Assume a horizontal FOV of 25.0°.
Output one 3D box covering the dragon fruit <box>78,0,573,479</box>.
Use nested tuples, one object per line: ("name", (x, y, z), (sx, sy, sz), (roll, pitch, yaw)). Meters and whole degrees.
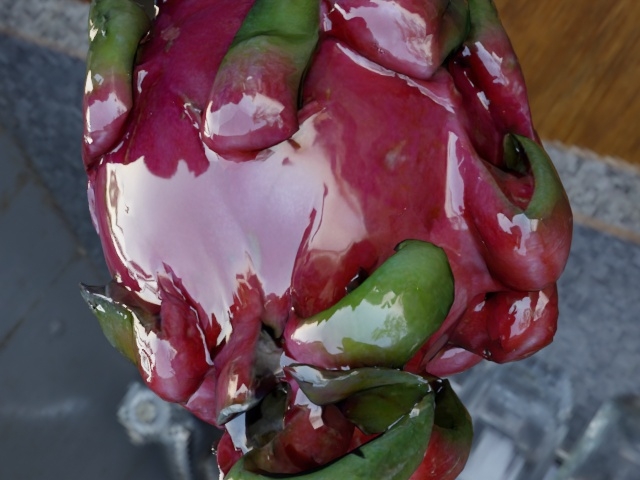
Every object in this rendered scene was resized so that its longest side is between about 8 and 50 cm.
("dragon fruit", (0.007, -0.003, 0.542), (0.218, 0.198, 0.272), (-51, 48, 43))
